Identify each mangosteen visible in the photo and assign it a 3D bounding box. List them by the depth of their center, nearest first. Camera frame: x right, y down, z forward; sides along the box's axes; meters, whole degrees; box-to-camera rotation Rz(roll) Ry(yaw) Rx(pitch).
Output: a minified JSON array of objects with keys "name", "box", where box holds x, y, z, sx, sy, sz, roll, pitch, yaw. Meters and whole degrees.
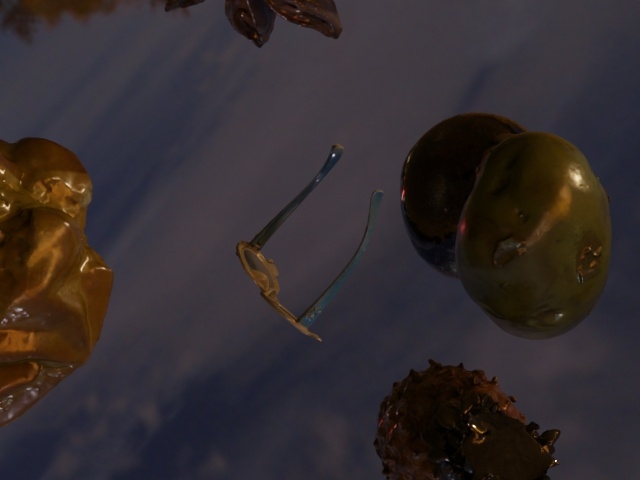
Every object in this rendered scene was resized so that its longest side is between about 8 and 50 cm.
[{"name":"mangosteen","box":[0.285,-0.082,2.261,0.300,0.300,0.300,-35,-158,17]}]

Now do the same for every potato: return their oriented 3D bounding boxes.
[{"name":"potato","box":[0.205,-0.004,1.273,0.148,0.253,0.186,-1,-125,9]}]

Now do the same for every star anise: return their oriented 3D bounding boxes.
[{"name":"star anise","box":[-0.089,-0.363,1.607,0.331,0.331,0.118,-19,-144,46]}]

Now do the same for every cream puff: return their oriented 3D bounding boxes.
[{"name":"cream puff","box":[-0.353,0.055,1.385,0.323,0.270,0.274,-28,177,13]}]

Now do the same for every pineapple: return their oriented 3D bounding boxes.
[{"name":"pineapple","box":[0.139,0.198,1.266,0.158,0.158,0.278,-45,-176,-7]}]

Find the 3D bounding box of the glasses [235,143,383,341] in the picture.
[{"name":"glasses","box":[-0.024,-0.008,1.664,0.221,0.088,0.190,-64,-146,23]}]
